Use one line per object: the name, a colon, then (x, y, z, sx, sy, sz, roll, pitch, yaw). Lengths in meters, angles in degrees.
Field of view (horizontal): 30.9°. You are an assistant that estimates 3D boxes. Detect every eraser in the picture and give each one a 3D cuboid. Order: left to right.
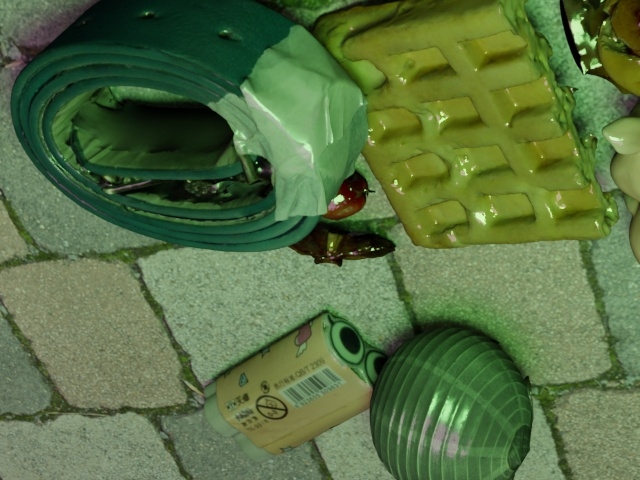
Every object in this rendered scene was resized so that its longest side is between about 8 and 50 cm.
eraser: (-0.035, 0.233, 1.765, 0.171, 0.087, 0.290, 43, 127, -17)

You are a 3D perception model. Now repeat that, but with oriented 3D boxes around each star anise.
star anise: (-0.001, 0.004, 1.550, 0.212, 0.053, 0.157, 9, 171, -26)

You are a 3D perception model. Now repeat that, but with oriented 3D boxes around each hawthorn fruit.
hawthorn fruit: (0.024, -0.062, 1.504, 0.077, 0.077, 0.077, 9, 131, 10)

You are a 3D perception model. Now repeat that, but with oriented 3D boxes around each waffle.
waffle: (0.162, -0.129, 1.351, 0.304, 0.077, 0.348, -6, 127, 43)

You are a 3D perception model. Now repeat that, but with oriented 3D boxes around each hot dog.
hot dog: (0.411, -0.224, 1.159, 0.326, 0.107, 0.194, -10, 101, 14)

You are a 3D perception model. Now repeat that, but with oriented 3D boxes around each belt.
belt: (-0.162, -0.143, 1.386, 0.436, 0.173, 0.300, 6, 135, 24)

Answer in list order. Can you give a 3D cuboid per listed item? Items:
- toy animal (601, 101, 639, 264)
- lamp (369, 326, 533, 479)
toy animal: (0.412, -0.059, 1.321, 0.166, 0.154, 0.250, -30, 124, -13)
lamp: (0.187, 0.251, 1.609, 0.233, 0.233, 0.265, 12, 113, 7)
